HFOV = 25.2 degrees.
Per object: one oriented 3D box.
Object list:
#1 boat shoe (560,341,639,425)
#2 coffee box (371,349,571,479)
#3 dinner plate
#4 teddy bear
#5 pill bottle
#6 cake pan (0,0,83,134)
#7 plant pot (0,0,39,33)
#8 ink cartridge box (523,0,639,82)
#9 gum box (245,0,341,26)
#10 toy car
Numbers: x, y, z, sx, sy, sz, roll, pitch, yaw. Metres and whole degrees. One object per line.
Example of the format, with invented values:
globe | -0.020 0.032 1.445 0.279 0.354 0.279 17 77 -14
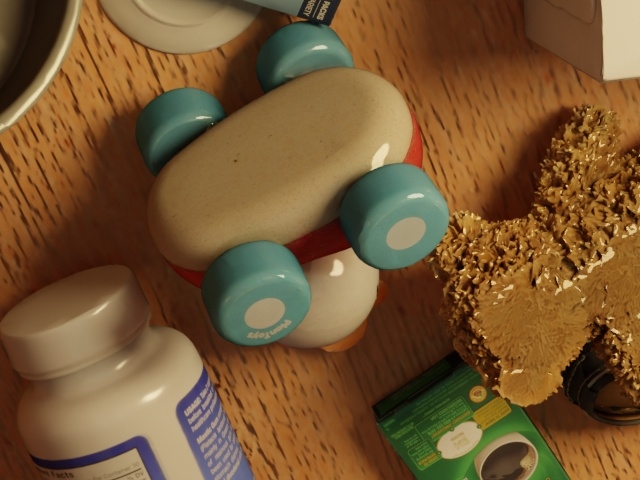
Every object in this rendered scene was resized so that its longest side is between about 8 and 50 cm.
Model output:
boat shoe | 0.322 0.123 1.222 0.233 0.079 0.084 0 106 -10
coffee box | 0.138 0.188 1.234 0.113 0.040 0.184 -35 108 4
dinner plate | -0.104 -0.210 1.087 0.141 0.017 0.141 -2 106 -8
teddy bear | 0.244 0.009 1.146 0.338 0.113 0.245 -42 103 -12
pill bottle | -0.146 0.162 1.127 0.152 0.152 0.272 -22 109 -1
cake pan | -0.298 -0.180 0.906 0.293 0.054 0.293 4 80 -25
plant pot | -0.217 -0.203 1.030 0.109 0.109 0.096 27 90 -15
ink cartridge box | 0.296 -0.240 1.038 0.270 0.198 0.197 -8 109 -6
gum box | -0.054 -0.242 1.011 0.184 0.041 0.157 15 140 -11
toy car | 0.000 0.000 1.102 0.210 0.219 0.238 -29 138 1
